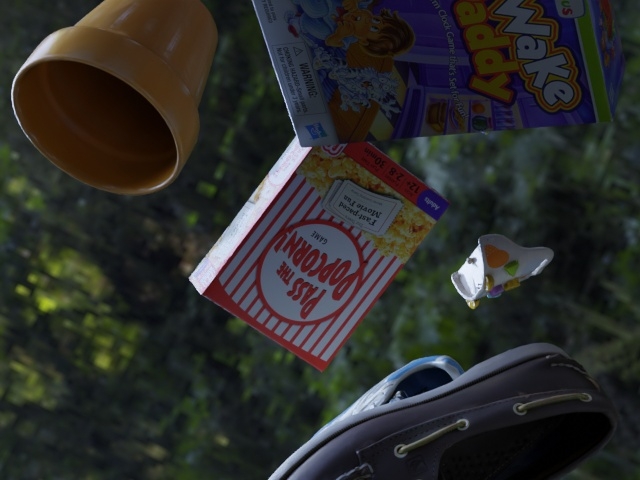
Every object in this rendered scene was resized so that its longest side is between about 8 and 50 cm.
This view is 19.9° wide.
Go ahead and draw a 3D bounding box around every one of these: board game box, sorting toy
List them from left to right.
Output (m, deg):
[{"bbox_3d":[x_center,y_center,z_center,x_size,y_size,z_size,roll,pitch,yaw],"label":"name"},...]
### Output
[{"bbox_3d":[0.000,0.000,1.621,0.147,0.045,0.193,34,-84,-28],"label":"board game box"},{"bbox_3d":[0.057,-0.233,1.224,0.078,0.233,0.347,-69,-32,-49],"label":"board game box"},{"bbox_3d":[0.168,0.026,1.639,0.075,0.045,0.083,-11,-21,-19],"label":"sorting toy"}]

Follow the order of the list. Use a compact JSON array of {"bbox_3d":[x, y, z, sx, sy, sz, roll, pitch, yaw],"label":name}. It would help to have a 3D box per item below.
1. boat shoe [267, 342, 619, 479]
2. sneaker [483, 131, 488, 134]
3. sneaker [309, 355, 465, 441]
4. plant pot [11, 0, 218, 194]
[{"bbox_3d":[0.092,0.193,1.505,0.324,0.097,0.116,-25,-60,-14],"label":"boat shoe"},{"bbox_3d":[0.121,-0.141,1.562,0.144,0.059,0.053,85,-161,-58],"label":"sneaker"},{"bbox_3d":[0.061,0.207,2.007,0.237,0.085,0.086,-39,-13,-14],"label":"sneaker"},{"bbox_3d":[-0.210,-0.187,2.035,0.205,0.205,0.188,87,-157,-49],"label":"plant pot"}]
